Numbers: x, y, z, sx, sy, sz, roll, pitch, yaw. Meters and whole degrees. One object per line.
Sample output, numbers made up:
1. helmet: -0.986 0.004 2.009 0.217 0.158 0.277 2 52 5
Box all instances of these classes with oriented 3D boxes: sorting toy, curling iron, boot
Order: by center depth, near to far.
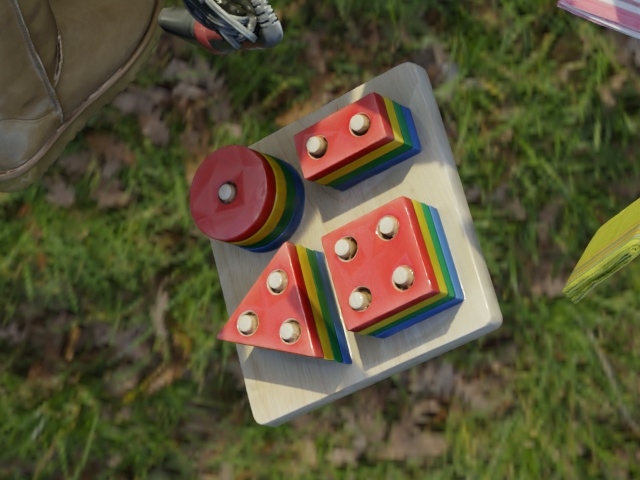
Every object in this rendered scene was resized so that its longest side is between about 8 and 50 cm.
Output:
1. curling iron: -0.071 -0.144 1.066 0.035 0.274 0.068 -42 102 -4
2. boot: -0.208 -0.186 1.202 0.089 0.236 0.269 19 154 19
3. sorting toy: 0.000 0.000 1.516 0.255 0.257 0.089 -26 157 27

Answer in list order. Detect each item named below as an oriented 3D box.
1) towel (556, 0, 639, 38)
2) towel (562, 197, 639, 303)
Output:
1. towel: 0.373 -0.337 1.970 0.144 0.029 0.197 20 107 -4
2. towel: 0.326 -0.001 1.857 0.102 0.237 0.021 -37 93 25
